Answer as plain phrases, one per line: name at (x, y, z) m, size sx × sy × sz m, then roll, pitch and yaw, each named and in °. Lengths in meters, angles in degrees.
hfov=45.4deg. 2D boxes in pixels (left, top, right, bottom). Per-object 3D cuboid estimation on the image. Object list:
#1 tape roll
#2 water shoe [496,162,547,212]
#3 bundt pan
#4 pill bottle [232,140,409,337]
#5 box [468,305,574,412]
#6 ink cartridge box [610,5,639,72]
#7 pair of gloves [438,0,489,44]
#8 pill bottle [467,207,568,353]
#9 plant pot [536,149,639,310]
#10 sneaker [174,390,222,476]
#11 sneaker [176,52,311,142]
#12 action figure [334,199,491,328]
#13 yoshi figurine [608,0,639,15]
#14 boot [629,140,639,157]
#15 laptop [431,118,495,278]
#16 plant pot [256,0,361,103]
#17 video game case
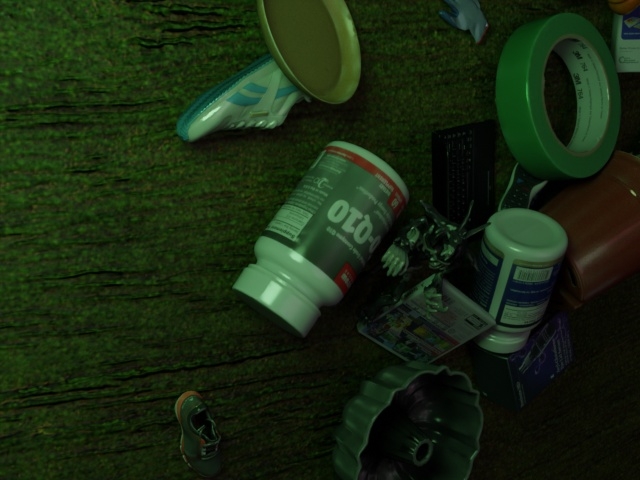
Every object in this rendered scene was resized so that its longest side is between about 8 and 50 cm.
tape roll at (0.475, -0.279, 1.509) m, size 0.321 × 0.077 × 0.321 m, roll 0°, pitch 89°, yaw -40°
water shoe at (0.407, -0.098, 1.563) m, size 0.203 × 0.073 × 0.080 m, roll -50°, pitch 166°, yaw -29°
bundt pan at (0.152, 0.375, 1.440) m, size 0.331 × 0.124 × 0.331 m, roll -10°, pitch 107°, yaw -36°
pill bottle at (0.000, 0.000, 1.195) m, size 0.161 × 0.161 × 0.283 m, roll 45°, pitch 73°, yaw -37°
box at (0.431, 0.238, 1.634) m, size 0.207 × 0.108 × 0.153 m, roll -35°, pitch 122°, yaw -27°
ink cartridge box at (0.714, -0.526, 1.624) m, size 0.165 × 0.065 × 0.333 m, roll 2°, pitch 108°, yaw 7°
pair of gloves at (0.282, -0.466, 1.386) m, size 0.159 × 0.023 × 0.198 m, roll 35°, pitch 80°, yaw -40°
pill bottle at (0.369, 0.083, 1.479) m, size 0.153 × 0.153 × 0.265 m, roll -22°, pitch 135°, yaw -32°
plant pot at (0.554, -0.005, 1.583) m, size 0.265 × 0.272 × 0.272 m, roll -32°, pitch 120°, yaw -19°
sneaker at (-0.184, 0.313, 1.196) m, size 0.061 × 0.065 × 0.158 m, roll -30°, pitch 118°, yaw -29°
sneaker at (-0.104, -0.195, 1.107) m, size 0.228 × 0.087 × 0.092 m, roll -37°, pitch 114°, yaw -26°
action figure at (0.153, 0.049, 1.254) m, size 0.275 × 0.141 × 0.164 m, roll -36°, pitch 112°, yaw 26°
yoshi figurine at (0.511, -0.601, 1.435) m, size 0.362 × 0.203 × 0.203 m, roll 26°, pitch 69°, yaw -37°
boot at (0.824, -0.300, 1.790) m, size 0.377 × 0.138 × 0.284 m, roll 41°, pitch 76°, yaw -43°
laptop at (0.277, -0.085, 1.408) m, size 0.264 × 0.136 × 0.234 m, roll -16°, pitch 112°, yaw -35°
plant pot at (-0.019, -0.310, 1.126) m, size 0.236 × 0.032 × 0.236 m, roll 25°, pitch 57°, yaw -47°
video game case at (0.197, 0.154, 1.413) m, size 0.183 × 0.023 × 0.201 m, roll -35°, pitch 133°, yaw 22°
